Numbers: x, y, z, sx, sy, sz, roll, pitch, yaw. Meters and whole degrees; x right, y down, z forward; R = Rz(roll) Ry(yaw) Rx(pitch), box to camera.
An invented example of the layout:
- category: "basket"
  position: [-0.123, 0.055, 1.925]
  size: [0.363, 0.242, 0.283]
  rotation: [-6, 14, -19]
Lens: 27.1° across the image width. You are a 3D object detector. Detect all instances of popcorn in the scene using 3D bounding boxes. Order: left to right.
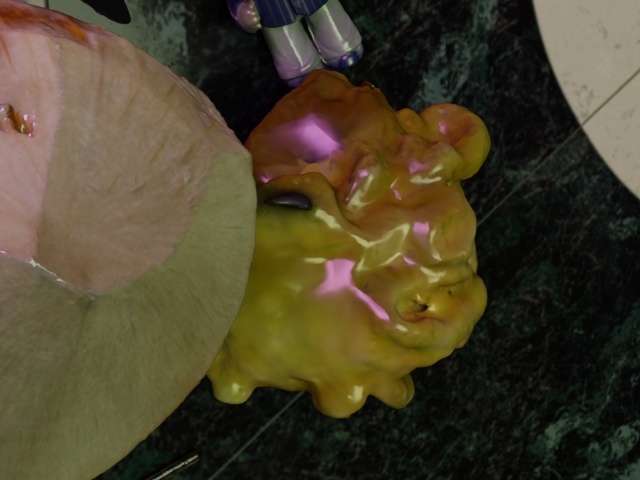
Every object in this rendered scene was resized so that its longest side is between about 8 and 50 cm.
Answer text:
- category: "popcorn"
  position: [0.000, 0.000, 1.181]
  size: [0.297, 0.281, 0.315]
  rotation: [2, 76, 10]

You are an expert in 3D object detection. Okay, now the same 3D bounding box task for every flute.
- category: "flute"
  position: [-0.231, 0.267, 1.250]
  size: [0.270, 0.014, 0.014]
  rotation: [-27, 110, -20]

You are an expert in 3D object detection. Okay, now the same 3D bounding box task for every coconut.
- category: "coconut"
  position: [-0.243, -0.005, 0.976]
  size: [0.415, 0.415, 0.344]
  rotation: [-42, 113, -15]

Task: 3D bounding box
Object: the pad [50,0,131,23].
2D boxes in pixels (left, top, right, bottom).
- category: "pad"
  position: [-0.303, -0.264, 0.955]
  size: [0.063, 0.315, 0.375]
  rotation: [-45, 132, 16]

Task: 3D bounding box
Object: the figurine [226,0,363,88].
- category: "figurine"
  position: [-0.038, -0.277, 1.198]
  size: [0.194, 0.133, 0.274]
  rotation: [-44, 123, 12]
